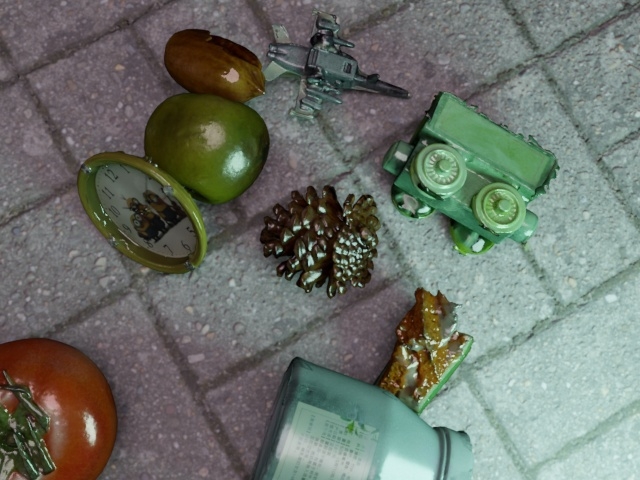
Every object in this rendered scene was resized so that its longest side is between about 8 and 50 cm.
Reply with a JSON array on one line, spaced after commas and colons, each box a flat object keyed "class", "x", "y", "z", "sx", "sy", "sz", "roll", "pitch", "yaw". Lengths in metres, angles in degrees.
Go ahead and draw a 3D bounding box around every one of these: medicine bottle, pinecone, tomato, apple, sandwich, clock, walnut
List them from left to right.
[{"class": "tomato", "x": -0.424, "y": 0.266, "z": 1.172, "sx": 0.255, "sy": 0.224, "sz": 0.256, "roll": 0, "pitch": 87, "yaw": -8}, {"class": "clock", "x": -0.265, "y": -0.049, "z": 1.246, "sx": 0.237, "sy": 0.237, "sz": 0.057, "roll": 35, "pitch": 52, "yaw": -1}, {"class": "apple", "x": -0.178, "y": -0.143, "z": 1.267, "sx": 0.196, "sy": 0.196, "sz": 0.157, "roll": 18, "pitch": 79, "yaw": -3}, {"class": "walnut", "x": -0.168, "y": -0.278, "z": 1.310, "sx": 0.207, "sy": 0.116, "sz": 0.116, "roll": 30, "pitch": 80, "yaw": 27}, {"class": "pinecone", "x": 0.002, "y": 0.000, "z": 1.286, "sx": 0.195, "sy": 0.150, "sz": 0.179, "roll": 8, "pitch": 82, "yaw": -5}, {"class": "medicine bottle", "x": 0.057, "y": 0.332, "z": 1.207, "sx": 0.290, "sy": 0.245, "sz": 0.245, "roll": 18, "pitch": 81, "yaw": -4}, {"class": "sandwich", "x": 0.161, "y": 0.181, "z": 1.280, "sx": 0.109, "sy": 0.160, "sz": 0.185, "roll": 30, "pitch": 72, "yaw": 18}]

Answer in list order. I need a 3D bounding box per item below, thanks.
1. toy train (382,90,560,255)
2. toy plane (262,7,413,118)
[{"class": "toy train", "x": 0.241, "y": -0.104, "z": 1.328, "sx": 0.271, "sy": 0.159, "sz": 0.188, "roll": 30, "pitch": 71, "yaw": -2}, {"class": "toy plane", "x": 0.036, "y": -0.284, "z": 1.357, "sx": 0.262, "sy": 0.088, "sz": 0.192, "roll": 12, "pitch": 81, "yaw": -5}]
